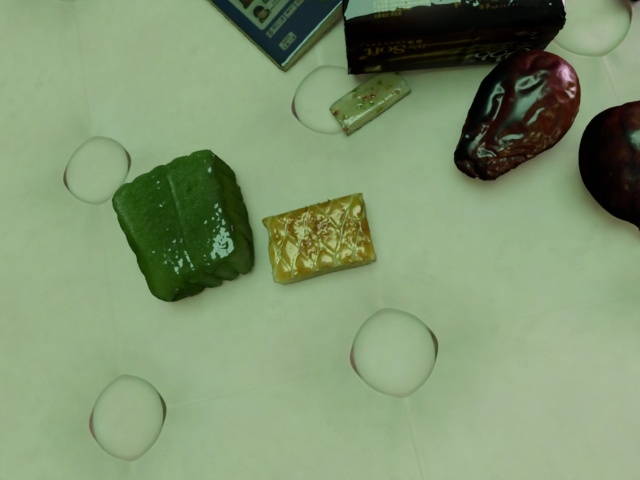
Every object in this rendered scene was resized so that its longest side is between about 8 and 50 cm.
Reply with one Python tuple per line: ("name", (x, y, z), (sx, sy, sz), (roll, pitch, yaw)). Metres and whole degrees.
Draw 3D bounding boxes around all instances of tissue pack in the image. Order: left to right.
("tissue pack", (0.221, -0.425, 1.034), (0.370, 0.198, 0.210), (-2, 82, 5))

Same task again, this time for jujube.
("jujube", (0.325, -0.205, 1.003), (0.168, 0.168, 0.236), (41, 90, 18))

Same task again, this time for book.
("book", (-0.111, -0.587, 1.229), (0.300, 0.039, 0.428), (-45, 73, 6))

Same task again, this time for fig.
("fig", (0.502, -0.096, 0.940), (0.186, 0.203, 0.250), (20, 117, 46))

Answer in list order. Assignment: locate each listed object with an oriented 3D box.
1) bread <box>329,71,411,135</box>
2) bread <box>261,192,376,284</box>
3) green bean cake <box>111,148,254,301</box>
("bread", (0.094, -0.269, 1.131), (0.153, 0.028, 0.068), (-34, 70, 0))
("bread", (-0.001, 0.000, 1.059), (0.188, 0.068, 0.125), (-14, 74, 8))
("green bean cake", (-0.243, -0.020, 1.088), (0.222, 0.125, 0.248), (-23, 70, 7))
